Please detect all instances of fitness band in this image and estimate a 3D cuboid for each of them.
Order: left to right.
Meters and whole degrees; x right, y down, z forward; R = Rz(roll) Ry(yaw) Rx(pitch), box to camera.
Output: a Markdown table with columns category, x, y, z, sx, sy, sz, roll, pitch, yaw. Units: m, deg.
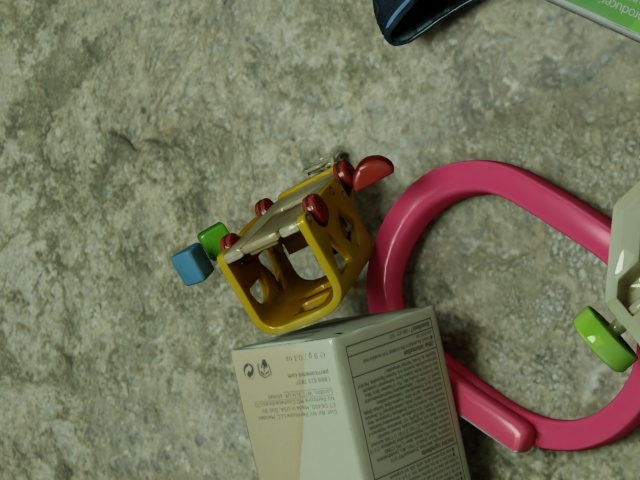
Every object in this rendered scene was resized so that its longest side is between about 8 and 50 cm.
| category | x | y | z | sx | sy | sz | roll | pitch | yaw |
| --- | --- | --- | --- | --- | --- | --- | --- | --- | --- |
| fitness band | 0.169 | 0.055 | 1.292 | 0.291 | 0.054 | 0.209 | 36 | 104 | 30 |

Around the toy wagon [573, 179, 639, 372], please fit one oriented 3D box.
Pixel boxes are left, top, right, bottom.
| category | x | y | z | sx | sy | sz | roll | pitch | yaw |
| --- | --- | --- | --- | --- | --- | --- | --- | --- | --- |
| toy wagon | 0.354 | 0.060 | 1.081 | 0.267 | 0.068 | 0.344 | -44 | 56 | 13 |

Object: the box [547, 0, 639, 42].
| category | x | y | z | sx | sy | sz | roll | pitch | yaw |
| --- | --- | --- | --- | --- | --- | --- | --- | --- | --- |
| box | 0.252 | -0.328 | 1.171 | 0.232 | 0.058 | 0.322 | 25 | 96 | 0 |

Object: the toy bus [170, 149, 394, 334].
| category | x | y | z | sx | sy | sz | roll | pitch | yaw |
| --- | --- | --- | --- | --- | --- | --- | --- | --- | --- |
| toy bus | -0.008 | 0.006 | 1.332 | 0.104 | 0.202 | 0.191 | 61 | 159 | -10 |

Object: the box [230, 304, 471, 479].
| category | x | y | z | sx | sy | sz | roll | pitch | yaw |
| --- | --- | --- | --- | --- | --- | --- | --- | --- | --- |
| box | 0.043 | 0.222 | 1.269 | 0.121 | 0.148 | 0.311 | -10 | 91 | 41 |

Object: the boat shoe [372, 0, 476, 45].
| category | x | y | z | sx | sy | sz | roll | pitch | yaw |
| --- | --- | --- | --- | --- | --- | --- | --- | --- | --- |
| boat shoe | 0.153 | -0.242 | 1.296 | 0.258 | 0.109 | 0.089 | -32 | 50 | 43 |
